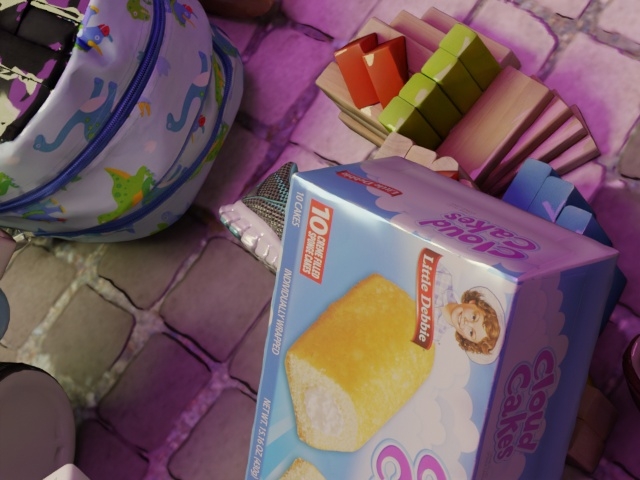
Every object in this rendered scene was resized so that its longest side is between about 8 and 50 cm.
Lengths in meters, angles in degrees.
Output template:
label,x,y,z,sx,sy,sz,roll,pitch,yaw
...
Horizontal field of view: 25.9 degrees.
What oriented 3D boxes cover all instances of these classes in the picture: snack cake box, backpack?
label,x,y,z,sx,sy,sz,roll,pitch,yaw
snack cake box,0.047,0.104,0.752,0.152,0.089,0.264,28,118,39
backpack,-0.232,-0.131,1.057,0.356,0.273,0.290,1,61,56

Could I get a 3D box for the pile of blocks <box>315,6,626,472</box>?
label,x,y,z,sx,sy,sz,roll,pitch,yaw
pile of blocks,0.098,-0.035,0.868,0.149,0.112,0.362,-31,53,14

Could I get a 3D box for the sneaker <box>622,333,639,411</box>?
label,x,y,z,sx,sy,sz,roll,pitch,yaw
sneaker,0.242,0.100,0.733,0.188,0.071,0.066,19,75,37

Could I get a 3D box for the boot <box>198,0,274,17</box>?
label,x,y,z,sx,sy,sz,roll,pitch,yaw
boot,-0.097,-0.307,1.142,0.295,0.104,0.211,26,80,42

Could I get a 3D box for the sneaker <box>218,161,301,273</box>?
label,x,y,z,sx,sy,sz,roll,pitch,yaw
sneaker,0.000,0.000,0.944,0.076,0.065,0.166,-46,52,-3

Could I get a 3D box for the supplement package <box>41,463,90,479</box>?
label,x,y,z,sx,sy,sz,roll,pitch,yaw
supplement package,-0.150,0.298,0.727,0.175,0.177,0.293,-34,25,11

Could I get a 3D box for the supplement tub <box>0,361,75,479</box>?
label,x,y,z,sx,sy,sz,roll,pitch,yaw
supplement tub,-0.281,0.142,1.000,0.190,0.117,0.117,-1,64,32

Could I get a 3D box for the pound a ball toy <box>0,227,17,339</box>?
label,x,y,z,sx,sy,sz,roll,pitch,yaw
pound a ball toy,-0.290,0.128,0.837,0.319,0.136,0.208,-66,20,-2
